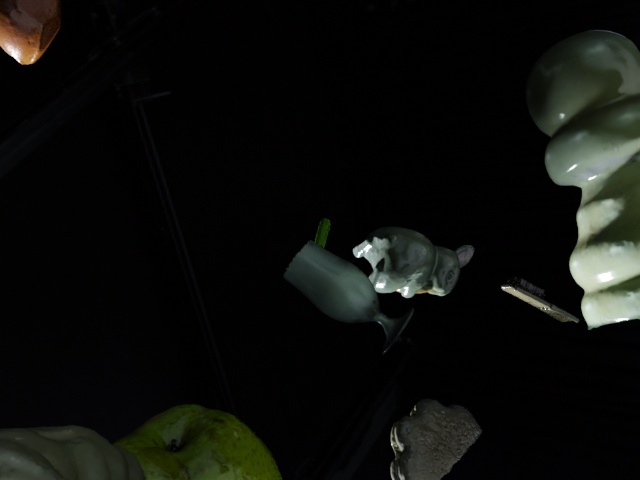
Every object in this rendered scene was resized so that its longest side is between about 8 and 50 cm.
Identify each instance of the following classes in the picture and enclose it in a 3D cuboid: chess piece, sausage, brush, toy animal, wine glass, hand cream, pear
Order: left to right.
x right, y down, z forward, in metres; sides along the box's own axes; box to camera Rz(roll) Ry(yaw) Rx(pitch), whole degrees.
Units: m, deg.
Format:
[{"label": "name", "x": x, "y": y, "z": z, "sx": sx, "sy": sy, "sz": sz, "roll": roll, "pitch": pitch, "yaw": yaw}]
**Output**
[{"label": "sausage", "x": -0.373, "y": -0.315, "z": 0.683, "sx": 0.089, "sy": 0.089, "sz": 0.179, "roll": 2, "pitch": -102, "yaw": -55}, {"label": "pear", "x": -0.231, "y": 0.464, "z": 0.918, "sx": 0.391, "sy": 0.390, "sz": 0.392, "roll": -1, "pitch": -89, "yaw": -55}, {"label": "hand cream", "x": 0.000, "y": 0.000, "z": 1.110, "sx": 0.122, "sy": 0.023, "sz": 0.036, "roll": -73, "pitch": -17, "yaw": -49}, {"label": "wine glass", "x": 0.041, "y": 0.085, "z": 0.860, "sx": 0.093, "sy": 0.202, "sz": 0.093, "roll": -54, "pitch": -9, "yaw": -12}, {"label": "toy animal", "x": 0.195, "y": 0.044, "z": 0.999, "sx": 0.251, "sy": 0.127, "sz": 0.126, "roll": 4, "pitch": -92, "yaw": -27}, {"label": "brush", "x": 0.479, "y": 0.129, "z": 1.172, "sx": 0.247, "sy": 0.043, "sz": 0.036, "roll": 25, "pitch": -100, "yaw": -31}, {"label": "chess piece", "x": 0.339, "y": -0.083, "z": 0.624, "sx": 0.182, "sy": 0.182, "sz": 0.331, "roll": 3, "pitch": -112, "yaw": -55}]

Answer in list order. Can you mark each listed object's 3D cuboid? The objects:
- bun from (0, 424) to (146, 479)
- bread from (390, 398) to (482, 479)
[{"label": "bun", "x": -0.294, "y": 0.373, "z": 0.595, "sx": 0.360, "sy": 0.210, "sz": 0.360, "roll": 165, "pitch": 90, "yaw": -87}, {"label": "bread", "x": 0.296, "y": 0.546, "z": 1.493, "sx": 0.337, "sy": 0.183, "sz": 0.102, "roll": -23, "pitch": -27, "yaw": -43}]
